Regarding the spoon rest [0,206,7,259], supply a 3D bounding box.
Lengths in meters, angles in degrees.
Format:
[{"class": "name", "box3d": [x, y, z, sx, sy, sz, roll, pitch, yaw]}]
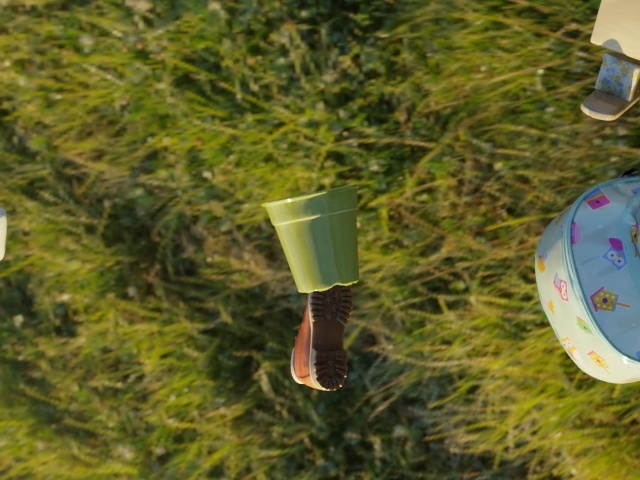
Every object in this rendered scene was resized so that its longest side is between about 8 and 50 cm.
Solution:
[{"class": "spoon rest", "box3d": [-0.369, -0.068, 0.936, 0.276, 0.084, 0.137, 37, 136, 20]}]

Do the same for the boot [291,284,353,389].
[{"class": "boot", "box3d": [-0.005, 0.106, 1.462, 0.085, 0.059, 0.157, -10, 72, 62]}]

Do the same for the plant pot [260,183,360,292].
[{"class": "plant pot", "box3d": [0.000, 0.000, 0.961, 0.083, 0.083, 0.079, -12, 90, 39]}]

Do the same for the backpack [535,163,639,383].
[{"class": "backpack", "box3d": [0.266, 0.020, 0.895, 0.144, 0.188, 0.165, 116, 135, -80]}]

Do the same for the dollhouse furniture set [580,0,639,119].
[{"class": "dollhouse furniture set", "box3d": [0.388, -0.191, 1.203, 0.242, 0.161, 0.212, 26, 126, 24]}]
